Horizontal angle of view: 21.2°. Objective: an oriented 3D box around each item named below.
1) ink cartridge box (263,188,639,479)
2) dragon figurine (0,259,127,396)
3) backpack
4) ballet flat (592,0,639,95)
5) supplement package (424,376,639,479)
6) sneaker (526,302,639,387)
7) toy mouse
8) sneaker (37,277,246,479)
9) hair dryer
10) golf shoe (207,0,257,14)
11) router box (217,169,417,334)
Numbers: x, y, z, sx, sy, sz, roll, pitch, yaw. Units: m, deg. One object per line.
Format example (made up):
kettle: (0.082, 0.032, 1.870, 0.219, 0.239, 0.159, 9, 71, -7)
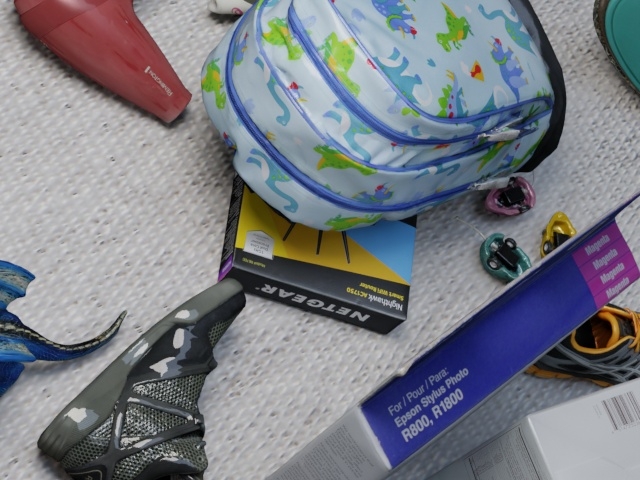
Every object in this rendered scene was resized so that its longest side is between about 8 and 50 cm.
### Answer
ink cartridge box: (0.120, 0.111, 1.439, 0.324, 0.330, 0.071, -33, 84, -33)
dragon figurine: (-0.278, 0.069, 1.379, 0.289, 0.144, 0.085, 5, 65, -24)
backpack: (0.056, -0.155, 1.566, 0.355, 0.273, 0.290, -25, 83, -32)
ballet flat: (0.490, -0.167, 1.876, 0.483, 0.164, 0.182, 34, 35, -14)
supplement package: (0.235, 0.229, 1.515, 0.194, 0.203, 0.149, -13, 72, -31)
sneaker: (0.293, 0.100, 1.677, 0.215, 0.083, 0.084, 2, 64, -26)
toy mouse: (0.190, -0.008, 1.708, 0.143, 0.031, 0.161, 5, 65, -24)
sneaker: (-0.122, 0.137, 1.460, 0.130, 0.087, 0.227, 45, 59, -2)
hair dryer: (-0.175, -0.251, 1.574, 0.224, 0.080, 0.293, -10, 99, -13)
golf shoe: (-0.098, -0.349, 1.692, 0.120, 0.105, 0.273, -20, 76, -26)
router box: (0.000, 0.000, 1.604, 0.179, 0.046, 0.133, 17, 60, -18)
